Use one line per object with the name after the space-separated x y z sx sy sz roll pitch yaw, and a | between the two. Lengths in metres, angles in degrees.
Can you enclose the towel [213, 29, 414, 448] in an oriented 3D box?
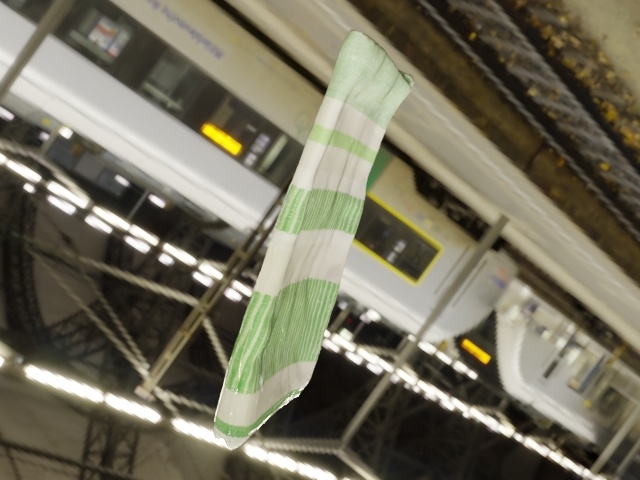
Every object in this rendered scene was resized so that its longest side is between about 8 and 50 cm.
0.000 0.000 0.859 0.038 0.325 0.248 21 -174 10 | towel
